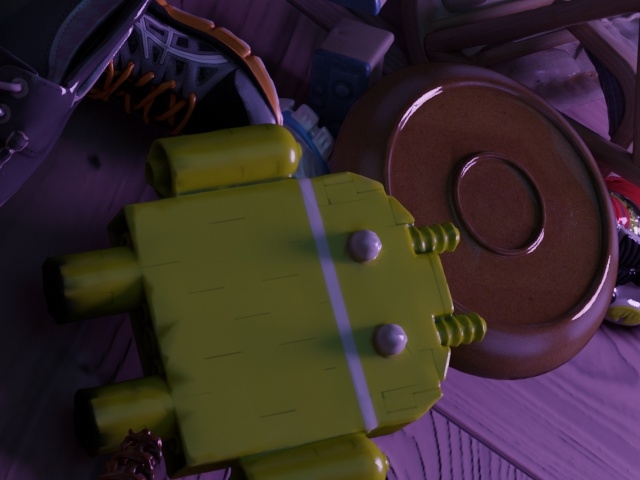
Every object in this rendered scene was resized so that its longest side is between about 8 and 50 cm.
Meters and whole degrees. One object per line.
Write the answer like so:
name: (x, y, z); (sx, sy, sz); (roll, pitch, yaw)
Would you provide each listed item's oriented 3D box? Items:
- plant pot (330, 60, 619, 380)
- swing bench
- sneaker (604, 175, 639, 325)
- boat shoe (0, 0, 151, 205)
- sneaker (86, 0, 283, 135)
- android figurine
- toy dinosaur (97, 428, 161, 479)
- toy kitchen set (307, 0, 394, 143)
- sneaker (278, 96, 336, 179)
plant pot: (0.117, -0.021, 1.375); (0.236, 0.032, 0.236); (13, 63, -27)
swing bench: (0.234, -0.157, 1.566); (0.253, 0.254, 0.165); (-20, 117, -46)
sneaker: (0.208, -0.004, 1.546); (0.279, 0.107, 0.118); (18, 36, -39)
boat shoe: (-0.169, -0.138, 1.193); (0.112, 0.095, 0.335); (35, 62, 3)
sneaker: (-0.118, -0.115, 1.298); (0.215, 0.084, 0.083); (39, 49, 3)
android figurine: (-0.027, 0.048, 1.234); (0.272, 0.056, 0.248); (-8, 75, -22)
toy dinosaur: (-0.099, 0.262, 1.023); (0.218, 0.164, 0.322); (5, 89, -6)
toy kitchen set: (-0.060, -0.153, 1.393); (0.207, 0.166, 0.122); (19, 42, 13)
sneaker: (0.000, 0.000, 1.361); (0.191, 0.071, 0.083); (51, 55, -3)
